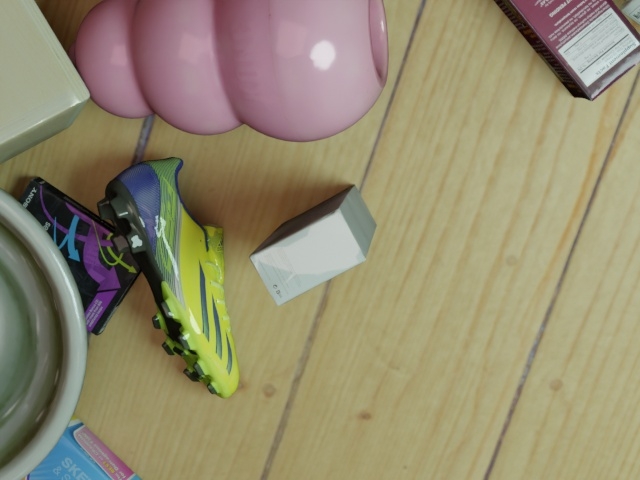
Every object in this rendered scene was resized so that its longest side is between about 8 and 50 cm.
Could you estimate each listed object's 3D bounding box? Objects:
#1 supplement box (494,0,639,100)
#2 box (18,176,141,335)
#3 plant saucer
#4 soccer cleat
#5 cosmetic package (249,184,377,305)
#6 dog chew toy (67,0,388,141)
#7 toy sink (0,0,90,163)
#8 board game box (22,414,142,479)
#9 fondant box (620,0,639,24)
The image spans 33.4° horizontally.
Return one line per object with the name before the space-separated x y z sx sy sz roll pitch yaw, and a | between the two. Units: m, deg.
supplement box | 0.245 -0.241 1.106 0.081 0.104 0.188 -40 94 9
box | -0.293 0.018 1.235 0.162 0.029 0.116 34 100 0
plant saucer | -0.442 0.094 1.149 0.401 0.100 0.400 0 104 1
soccer cleat | -0.141 0.043 1.196 0.121 0.093 0.289 -31 108 -27
cosmetic package | 0.000 0.000 1.099 0.099 0.239 0.060 -30 94 9
dog chew toy | -0.102 -0.199 1.103 0.332 0.206 0.206 -3 99 13
toy sink | -0.367 -0.206 1.122 0.131 0.153 0.234 -32 96 -21
board game box | -0.407 0.265 1.267 0.316 0.064 0.242 45 100 -3
fondant box | 0.503 -0.238 1.051 0.330 0.096 0.238 35 79 -2
